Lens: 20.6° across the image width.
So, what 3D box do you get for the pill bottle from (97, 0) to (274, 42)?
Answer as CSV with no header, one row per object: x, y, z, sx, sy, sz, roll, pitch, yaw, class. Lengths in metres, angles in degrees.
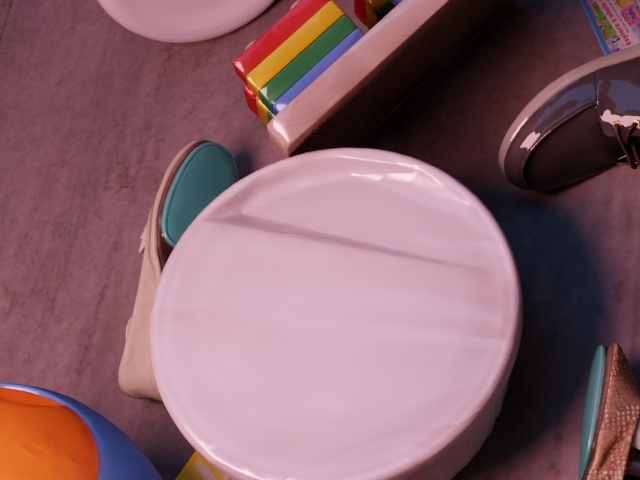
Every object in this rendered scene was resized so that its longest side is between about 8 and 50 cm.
-0.164,-0.377,1.726,0.210,0.210,0.363,-32,47,7,pill bottle

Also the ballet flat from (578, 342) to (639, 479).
0.203,0.169,1.206,0.067,0.073,0.206,13,64,7,ballet flat

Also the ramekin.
0.019,0.077,1.294,0.272,0.127,0.273,-5,62,9,ramekin

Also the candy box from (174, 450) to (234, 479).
-0.044,0.231,1.326,0.206,0.027,0.105,22,67,40,candy box

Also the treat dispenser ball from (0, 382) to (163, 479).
-0.237,0.245,1.253,0.288,0.288,0.288,-16,50,21,treat dispenser ball

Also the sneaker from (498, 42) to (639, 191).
0.248,-0.083,1.341,0.222,0.083,0.118,-30,47,8,sneaker

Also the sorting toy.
0.043,-0.171,1.414,0.255,0.257,0.089,-42,84,-3,sorting toy

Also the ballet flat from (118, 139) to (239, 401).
-0.127,0.027,1.499,0.086,0.086,0.248,-10,54,25,ballet flat

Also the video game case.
0.300,-0.218,1.459,0.166,0.015,0.119,-26,48,12,video game case
